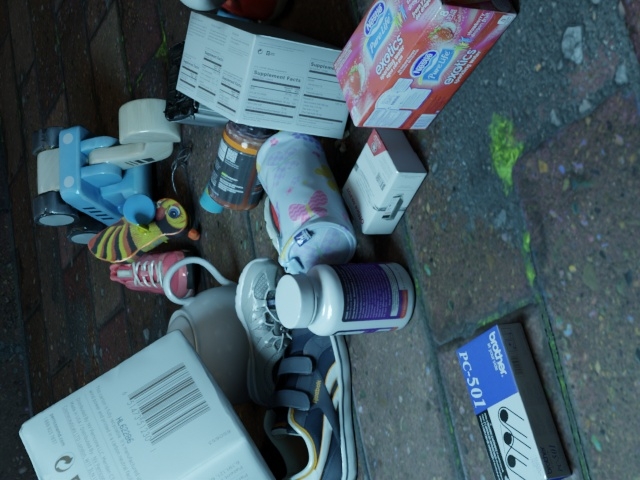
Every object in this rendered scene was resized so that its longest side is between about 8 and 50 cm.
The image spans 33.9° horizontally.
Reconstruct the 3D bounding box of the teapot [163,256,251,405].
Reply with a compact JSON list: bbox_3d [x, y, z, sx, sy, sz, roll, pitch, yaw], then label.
[{"bbox_3d":[-0.222,0.202,2.036,0.256,0.187,0.252,59,138,42],"label":"teapot"}]

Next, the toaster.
[{"bbox_3d":[-0.236,-0.311,2.103,0.168,0.110,0.185,-5,79,61],"label":"toaster"}]

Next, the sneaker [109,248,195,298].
[{"bbox_3d":[-0.379,0.081,2.350,0.314,0.136,0.116,-4,89,60],"label":"sneaker"}]

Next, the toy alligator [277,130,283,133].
[{"bbox_3d":[-0.062,-0.162,1.889,0.051,0.056,0.189,-57,3,-35],"label":"toy alligator"}]

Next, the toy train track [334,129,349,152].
[{"bbox_3d":[0.027,-0.186,1.764,0.048,0.014,0.083,-42,55,52],"label":"toy train track"}]

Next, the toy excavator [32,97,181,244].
[{"bbox_3d":[-0.462,-0.181,2.407,0.445,0.433,0.222,-11,71,15],"label":"toy excavator"}]

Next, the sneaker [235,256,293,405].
[{"bbox_3d":[-0.074,0.166,1.887,0.115,0.105,0.281,7,108,51],"label":"sneaker"}]

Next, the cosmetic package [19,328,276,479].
[{"bbox_3d":[-0.247,0.443,1.792,0.329,0.327,0.393,46,165,51],"label":"cosmetic package"}]

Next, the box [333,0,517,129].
[{"bbox_3d":[0.138,-0.278,1.458,0.257,0.128,0.122,-53,48,48],"label":"box"}]

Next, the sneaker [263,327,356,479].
[{"bbox_3d":[-0.024,0.262,1.761,0.126,0.127,0.321,-31,63,58],"label":"sneaker"}]

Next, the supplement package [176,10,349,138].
[{"bbox_3d":[-0.091,-0.282,1.767,0.262,0.204,0.145,35,115,54],"label":"supplement package"}]

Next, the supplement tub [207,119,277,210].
[{"bbox_3d":[-0.140,-0.160,1.962,0.106,0.106,0.198,56,136,43],"label":"supplement tub"}]

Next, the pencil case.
[{"bbox_3d":[-0.027,-0.061,1.685,0.124,0.113,0.273,-38,40,20],"label":"pencil case"}]

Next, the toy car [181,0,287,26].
[{"bbox_3d":[-0.195,-0.480,1.914,0.210,0.238,0.219,43,126,51],"label":"toy car"}]

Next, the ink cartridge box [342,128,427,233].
[{"bbox_3d":[0.096,-0.089,1.607,0.135,0.056,0.099,-62,40,40],"label":"ink cartridge box"}]

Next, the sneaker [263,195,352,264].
[{"bbox_3d":[0.000,0.000,1.764,0.118,0.107,0.279,-49,51,25],"label":"sneaker"}]

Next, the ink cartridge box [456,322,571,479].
[{"bbox_3d":[0.248,0.221,1.368,0.097,0.046,0.207,-44,54,50],"label":"ink cartridge box"}]

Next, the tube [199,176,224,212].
[{"bbox_3d":[-0.181,-0.149,2.096,0.080,0.052,0.207,55,129,37],"label":"tube"}]

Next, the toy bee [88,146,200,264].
[{"bbox_3d":[-0.349,-0.037,2.262,0.162,0.195,0.298,45,109,10],"label":"toy bee"}]

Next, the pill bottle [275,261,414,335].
[{"bbox_3d":[0.035,0.088,1.581,0.108,0.194,0.108,3,93,59],"label":"pill bottle"}]
